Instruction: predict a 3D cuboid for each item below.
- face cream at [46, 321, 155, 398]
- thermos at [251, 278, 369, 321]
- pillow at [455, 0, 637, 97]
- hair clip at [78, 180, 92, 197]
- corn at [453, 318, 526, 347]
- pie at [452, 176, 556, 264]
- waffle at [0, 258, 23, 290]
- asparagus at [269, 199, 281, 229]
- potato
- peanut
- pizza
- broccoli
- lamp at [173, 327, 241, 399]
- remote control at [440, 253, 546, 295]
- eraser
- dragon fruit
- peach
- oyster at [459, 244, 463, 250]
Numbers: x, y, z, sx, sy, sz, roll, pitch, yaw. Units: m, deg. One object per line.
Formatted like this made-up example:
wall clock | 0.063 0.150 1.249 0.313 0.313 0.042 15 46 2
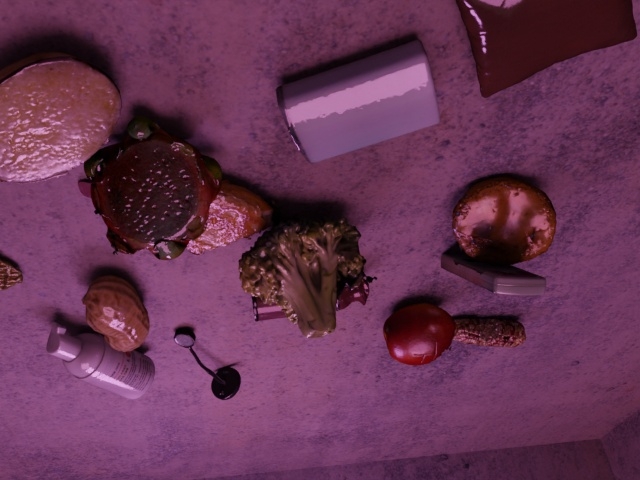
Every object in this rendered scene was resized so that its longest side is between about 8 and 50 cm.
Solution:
face cream | -0.670 0.352 1.939 0.145 0.145 0.370 -25 141 20
thermos | -0.027 0.140 1.842 0.330 0.136 0.109 -7 172 -4
pillow | 0.403 -0.412 1.152 0.308 0.108 0.305 -21 145 14
hair clip | -0.463 -0.113 1.442 0.137 0.022 0.054 -3 141 -9
corn | 0.561 0.309 2.214 0.290 0.098 0.098 7 141 -18
pie | 0.460 -0.043 1.651 0.274 0.069 0.273 2 119 4
waffle | -0.841 0.079 1.609 0.169 0.036 0.183 -17 144 13
asparagus | -0.117 -0.029 1.637 0.034 0.027 0.236 -11 147 -16
potato | -0.504 -0.236 1.185 0.299 0.116 0.239 -38 143 19
peanut | -0.548 0.210 1.773 0.153 0.140 0.325 -16 148 -14
pizza | -0.278 -0.058 1.504 0.336 0.086 0.226 5 139 -19
broccoli | -0.024 0.092 1.574 0.293 0.280 0.348 -24 158 21
lamp | -0.378 0.381 2.139 0.130 0.108 0.371 -11 132 23
remote control | 0.446 0.086 1.721 0.145 0.344 0.050 2 98 -12
eraser | 0.079 -0.266 1.287 0.290 0.104 0.189 -16 140 9
dragon fruit | -0.338 -0.107 1.327 0.269 0.130 0.295 1 106 -3
peach | 0.316 0.296 2.060 0.226 0.196 0.190 -13 180 2
oyster | 0.472 -0.013 1.774 0.177 0.064 0.125 -17 159 -7
